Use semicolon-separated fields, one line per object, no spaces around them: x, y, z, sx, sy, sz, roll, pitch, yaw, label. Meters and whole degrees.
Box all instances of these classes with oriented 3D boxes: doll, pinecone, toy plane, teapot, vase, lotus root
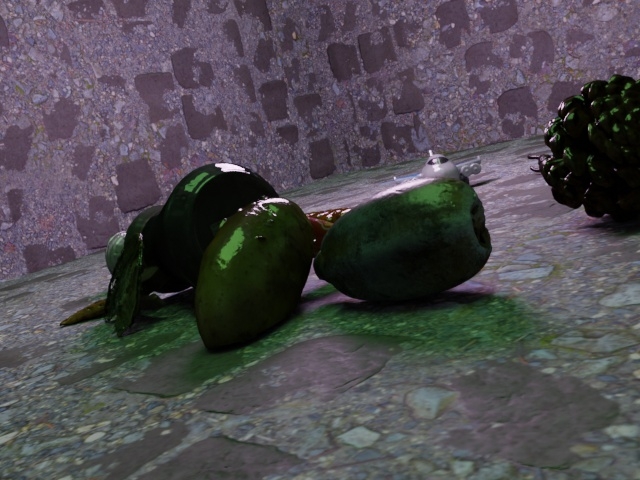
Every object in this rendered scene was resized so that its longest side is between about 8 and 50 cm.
0.652;-0.212;1.879;0.139;0.057;0.165;-12;13;-1;doll
0.483;-0.144;1.130;0.243;0.244;0.257;-13;-12;10;pinecone
0.352;-0.202;2.094;0.266;0.123;0.267;-15;11;3;toy plane
-0.248;0.015;1.379;0.344;0.253;0.300;-15;33;55;teapot
-0.387;0.032;1.755;0.298;0.143;0.143;-6;12;34;vase
0.089;0.013;0.994;0.322;0.158;0.140;-19;3;40;lotus root

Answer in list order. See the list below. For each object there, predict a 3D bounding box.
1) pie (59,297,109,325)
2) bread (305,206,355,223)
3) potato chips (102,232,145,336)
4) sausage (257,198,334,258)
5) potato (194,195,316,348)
-0.464;0.143;1.494;0.169;0.034;0.092;-19;9;12;pie
0.009;-0.030;1.664;0.124;0.084;0.344;-12;5;-28;bread
-0.368;0.088;1.310;0.029;0.202;0.220;19;10;-29;potato chips
0.000;0.000;1.246;0.263;0.083;0.083;15;3;-11;sausage
-0.103;0.052;1.070;0.141;0.176;0.298;-15;29;39;potato
